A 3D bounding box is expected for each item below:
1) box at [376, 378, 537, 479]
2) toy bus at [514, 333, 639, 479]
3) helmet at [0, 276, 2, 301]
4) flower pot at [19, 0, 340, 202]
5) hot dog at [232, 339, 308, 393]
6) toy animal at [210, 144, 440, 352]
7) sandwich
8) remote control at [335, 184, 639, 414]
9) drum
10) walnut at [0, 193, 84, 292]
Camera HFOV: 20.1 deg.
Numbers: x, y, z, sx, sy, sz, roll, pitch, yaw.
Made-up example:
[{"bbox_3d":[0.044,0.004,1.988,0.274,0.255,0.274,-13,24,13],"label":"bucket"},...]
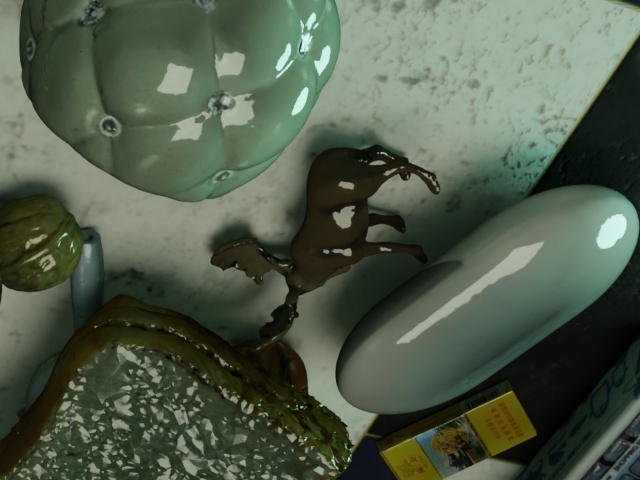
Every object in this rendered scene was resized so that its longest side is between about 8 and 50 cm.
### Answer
[{"bbox_3d":[0.145,0.209,1.916,0.155,0.023,0.087,-26,136,7],"label":"box"},{"bbox_3d":[0.322,0.233,1.927,0.131,0.106,0.297,28,120,-15],"label":"toy bus"},{"bbox_3d":[-0.341,0.017,1.532,0.175,0.106,0.155,-32,111,23],"label":"helmet"},{"bbox_3d":[-0.106,-0.157,1.369,0.246,0.246,0.195,23,113,-32],"label":"flower pot"},{"bbox_3d":[-0.058,0.218,1.760,0.100,0.068,0.249,-2,96,-13],"label":"hot dog"},{"bbox_3d":[0.000,0.000,1.648,0.186,0.093,0.214,-11,134,-20],"label":"toy animal"},{"bbox_3d":[-0.157,0.219,1.662,0.271,0.099,0.301,31,111,-14],"label":"sandwich"},{"bbox_3d":[0.157,0.060,1.713,0.332,0.103,0.221,-38,153,15],"label":"remote control"},{"bbox_3d":[-0.200,0.103,1.696,0.130,0.049,0.253,9,124,-22],"label":"drum"},{"bbox_3d":[-0.250,0.004,1.573,0.092,0.092,0.092,-9,132,-10],"label":"walnut"}]
